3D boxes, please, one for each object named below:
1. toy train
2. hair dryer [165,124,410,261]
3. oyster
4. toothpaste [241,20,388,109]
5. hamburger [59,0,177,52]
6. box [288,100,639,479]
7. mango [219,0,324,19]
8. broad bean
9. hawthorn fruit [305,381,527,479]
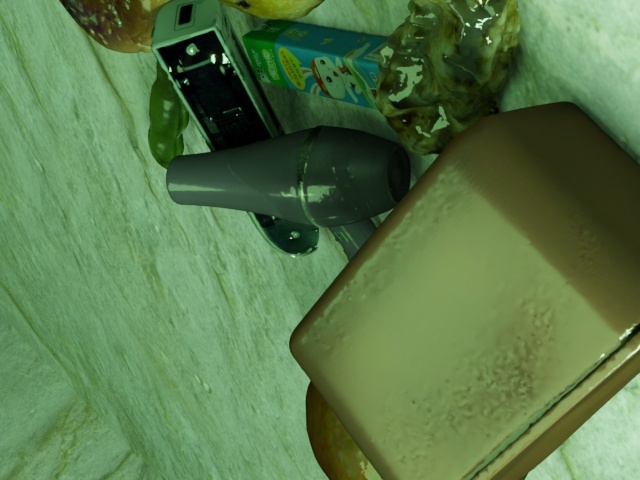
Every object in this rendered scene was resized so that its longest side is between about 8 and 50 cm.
[{"bbox_3d":[-0.092,-0.133,1.516,0.407,0.086,0.088,63,-164,-45],"label":"toy train"},{"bbox_3d":[0.000,0.000,1.500,0.301,0.121,0.361,0,142,27],"label":"hair dryer"},{"bbox_3d":[0.117,-0.189,1.108,0.128,0.078,0.345,26,147,12],"label":"oyster"},{"bbox_3d":[0.011,-0.199,1.342,0.266,0.050,0.065,22,143,50],"label":"toothpaste"},{"bbox_3d":[-0.252,-0.361,1.502,0.286,0.146,0.243,35,142,36],"label":"hamburger"},{"bbox_3d":[0.166,0.066,1.075,0.229,0.239,0.339,50,124,17],"label":"box"},{"bbox_3d":[-0.053,-0.352,1.117,0.175,0.176,0.329,28,142,21],"label":"mango"},{"bbox_3d":[-0.229,-0.219,1.735,0.098,0.056,0.318,42,148,38],"label":"broad bean"},{"bbox_3d":[0.107,0.215,1.443,0.301,0.267,0.268,4,125,60],"label":"hawthorn fruit"}]
